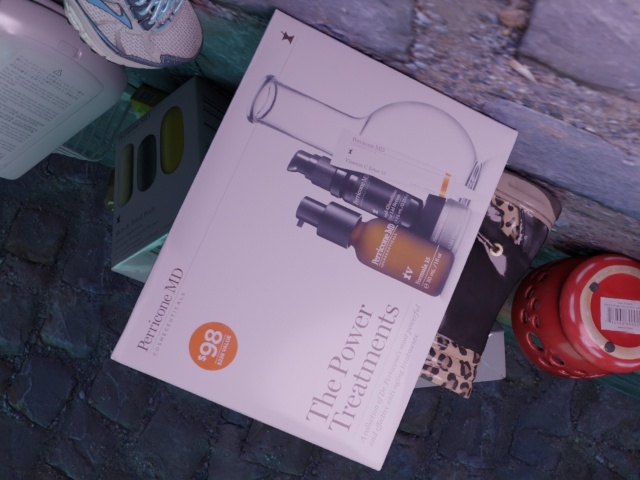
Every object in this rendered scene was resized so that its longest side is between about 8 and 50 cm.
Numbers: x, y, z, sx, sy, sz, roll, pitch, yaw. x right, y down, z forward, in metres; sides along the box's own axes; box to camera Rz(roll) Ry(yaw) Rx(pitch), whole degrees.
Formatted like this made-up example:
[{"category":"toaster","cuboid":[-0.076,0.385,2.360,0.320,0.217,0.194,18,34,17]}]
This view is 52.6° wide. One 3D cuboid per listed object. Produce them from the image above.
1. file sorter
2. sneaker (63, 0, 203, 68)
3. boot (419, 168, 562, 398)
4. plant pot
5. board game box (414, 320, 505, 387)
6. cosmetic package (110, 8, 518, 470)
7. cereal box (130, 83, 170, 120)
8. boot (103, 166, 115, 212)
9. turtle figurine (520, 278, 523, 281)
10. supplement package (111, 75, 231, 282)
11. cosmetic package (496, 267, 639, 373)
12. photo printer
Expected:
[{"category":"file sorter","cuboid":[-0.530,-0.274,1.305,0.193,0.173,0.277,29,172,-39]},{"category":"sneaker","cuboid":[-0.185,-0.242,0.599,0.122,0.110,0.283,17,171,28]},{"category":"boot","cuboid":[0.085,0.009,0.845,0.377,0.284,0.138,22,173,9]},{"category":"plant pot","cuboid":[0.410,0.110,0.976,0.191,0.191,0.174,24,164,-2]},{"category":"board game box","cuboid":[0.214,0.177,1.268,0.224,0.098,0.303,-6,-168,2]},{"category":"cosmetic package","cuboid":[0.000,0.000,0.673,0.284,0.377,0.097,24,173,-5]},{"category":"cereal box","cuboid":[-0.268,-0.186,1.280,0.173,0.047,0.240,23,153,11]},{"category":"boot","cuboid":[-0.268,-0.077,1.196,0.090,0.207,0.248,-20,128,35]},{"category":"turtle figurine","cuboid":[0.216,0.062,1.150,0.274,0.198,0.266,44,173,-30]},{"category":"supplement package","cuboid":[-0.193,-0.072,1.038,0.199,0.263,0.198,-28,143,27]},{"category":"cosmetic package","cuboid":[0.498,0.150,1.282,0.309,0.113,0.160,21,173,37]},{"category":"photo printer","cuboid":[-0.475,-0.241,0.992,0.256,0.307,0.107,30,-146,-56]}]
